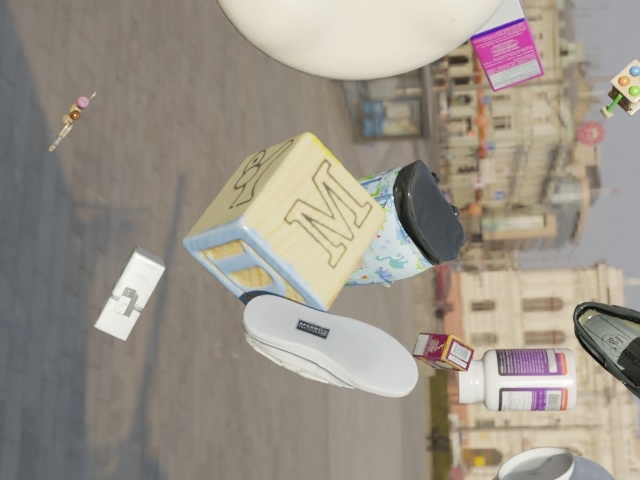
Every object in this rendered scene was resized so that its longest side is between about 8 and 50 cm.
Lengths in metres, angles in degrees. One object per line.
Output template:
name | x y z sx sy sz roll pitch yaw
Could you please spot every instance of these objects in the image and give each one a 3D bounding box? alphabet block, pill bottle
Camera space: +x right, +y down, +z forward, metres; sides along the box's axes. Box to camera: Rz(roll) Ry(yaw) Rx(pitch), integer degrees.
alphabet block | -0.054 -0.017 1.451 0.193 0.192 0.197 47 59 -22
pill bottle | 0.334 0.239 1.642 0.108 0.194 0.108 -1 90 -84

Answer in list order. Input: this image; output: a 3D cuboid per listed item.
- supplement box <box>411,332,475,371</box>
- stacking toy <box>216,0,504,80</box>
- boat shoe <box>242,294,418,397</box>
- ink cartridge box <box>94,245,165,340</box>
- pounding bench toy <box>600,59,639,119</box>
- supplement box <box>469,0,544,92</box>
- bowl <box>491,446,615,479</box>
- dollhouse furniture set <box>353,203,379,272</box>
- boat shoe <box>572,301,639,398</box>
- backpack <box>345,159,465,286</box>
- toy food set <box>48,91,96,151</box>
supplement box | 0.195 0.177 1.520 0.083 0.055 0.043 -5 -121 58
stacking toy | 0.017 -0.441 1.106 0.479 0.351 0.350 -106 -176 -47
boat shoe | 0.012 0.156 1.337 0.095 0.258 0.084 -56 164 -34
ink cartridge box | -0.470 0.128 2.361 0.208 0.087 0.153 -61 -168 1
pounding bench toy | 0.473 -0.227 1.480 0.052 0.083 0.065 49 2 18
supplement box | 0.351 -0.398 1.853 0.220 0.114 0.111 44 32 -61
bowl | 0.401 0.461 1.702 0.298 0.298 0.134 -65 137 -73
dollhouse furniture set | 0.000 0.000 1.593 0.161 0.182 0.101 29 28 -41
boat shoe | 0.523 0.192 1.459 0.340 0.127 0.113 44 3 40
backpack | 0.128 -0.026 2.360 0.273 0.356 0.290 -56 130 -30
toy food set | -0.420 -0.208 1.610 0.019 0.078 0.122 39 37 -19
